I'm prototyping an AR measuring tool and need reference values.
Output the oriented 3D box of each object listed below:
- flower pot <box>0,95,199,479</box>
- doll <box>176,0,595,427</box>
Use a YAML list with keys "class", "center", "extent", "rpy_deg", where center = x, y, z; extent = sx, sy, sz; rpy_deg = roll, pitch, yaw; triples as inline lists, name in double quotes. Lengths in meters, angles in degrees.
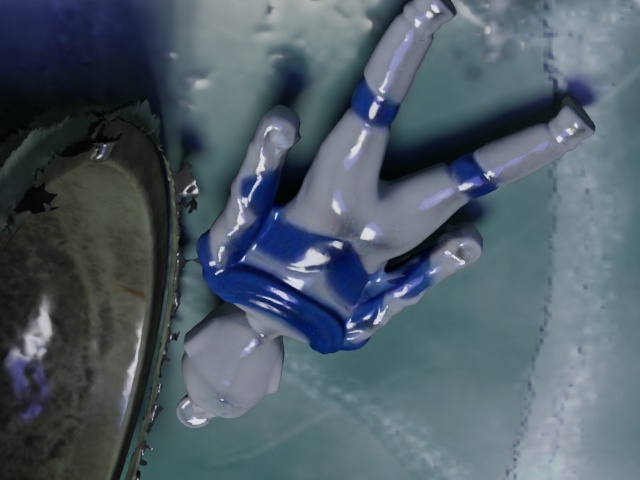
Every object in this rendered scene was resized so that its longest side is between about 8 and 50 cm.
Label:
- class: "flower pot"
  center: [-0.210, 0.050, 0.443]
  extent: [0.259, 0.290, 0.290]
  rpy_deg: [17, 125, 9]
- class: "doll"
  center: [0.000, 0.000, 0.497]
  extent: [0.114, 0.057, 0.227]
  rpy_deg: [33, 112, -24]
